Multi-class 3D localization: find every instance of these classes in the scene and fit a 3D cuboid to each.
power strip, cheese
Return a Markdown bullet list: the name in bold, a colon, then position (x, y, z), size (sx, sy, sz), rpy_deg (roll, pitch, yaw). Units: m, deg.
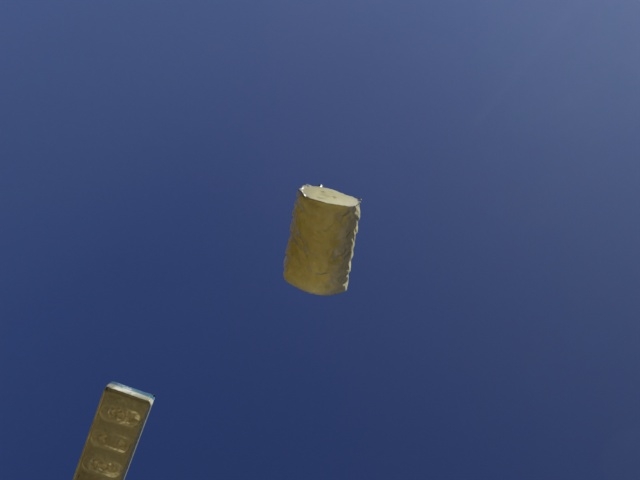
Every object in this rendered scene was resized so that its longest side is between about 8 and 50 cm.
- **power strip**: position (-0.235, 0.226, 0.883), size (0.056, 0.032, 0.123), rpy_deg (20, -87, -5)
- **cheese**: position (0.000, 0.000, 1.320), size (0.123, 0.094, 0.167), rpy_deg (20, -70, 27)
